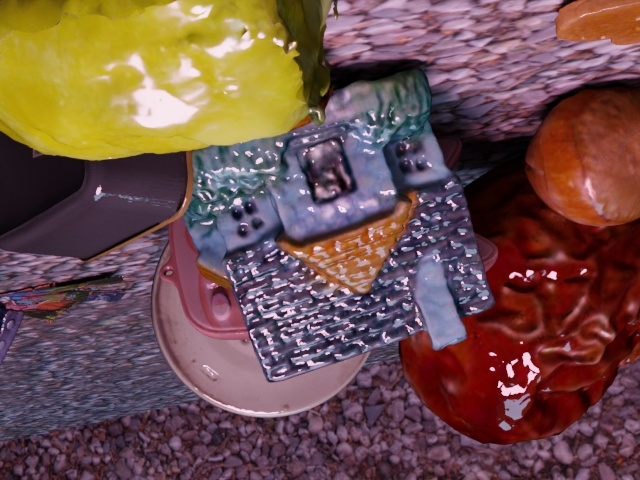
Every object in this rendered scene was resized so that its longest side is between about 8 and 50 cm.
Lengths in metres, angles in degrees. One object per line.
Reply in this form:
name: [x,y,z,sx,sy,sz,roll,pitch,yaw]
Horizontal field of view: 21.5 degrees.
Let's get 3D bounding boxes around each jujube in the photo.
jujube: [0.241,0.048,1.814,0.377,0.276,0.276,-29,-177,-37]

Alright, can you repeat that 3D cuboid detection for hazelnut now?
hazelnut: [0.282,-0.081,1.685,0.150,0.150,0.150,-8,169,-2]

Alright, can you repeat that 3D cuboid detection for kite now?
kite: [-0.382,0.086,2.318,0.233,0.016,0.321,-3,167,-28]

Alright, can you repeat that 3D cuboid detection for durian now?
durian: [-0.106,-0.141,0.948,0.339,0.205,0.256,-13,180,24]

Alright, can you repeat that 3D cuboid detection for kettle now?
kettle: [-0.034,0.065,1.944,0.319,0.247,0.342,-8,178,-5]

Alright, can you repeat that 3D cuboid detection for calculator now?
calculator: [0.000,0.000,1.694,0.329,0.220,0.048,-12,142,-2]

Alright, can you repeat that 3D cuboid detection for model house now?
model house: [0.009,0.006,1.545,0.261,0.241,0.226,-20,173,-3]

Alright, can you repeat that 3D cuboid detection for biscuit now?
biscuit: [0.264,-0.191,1.410,0.140,0.023,0.118,-9,169,-2]

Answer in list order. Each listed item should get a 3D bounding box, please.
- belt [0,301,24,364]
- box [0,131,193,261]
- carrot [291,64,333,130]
belt: [-0.457,0.078,1.985,0.122,0.128,0.218,28,-176,27]
box: [-0.194,-0.070,1.372,0.090,0.145,0.201,4,165,-36]
carrot: [-0.053,-0.142,1.322,0.070,0.070,0.260,-12,166,17]
